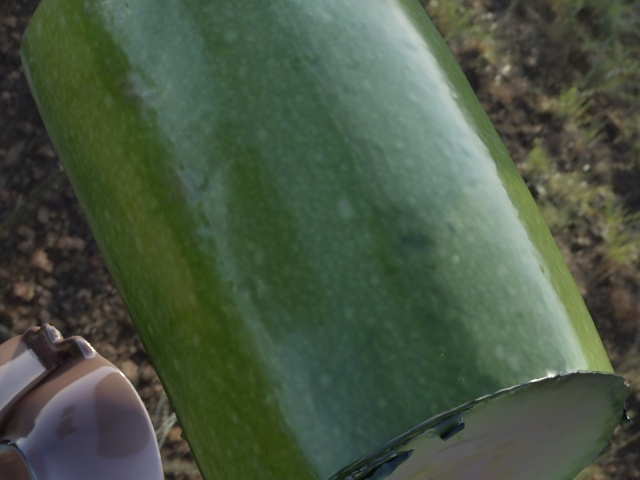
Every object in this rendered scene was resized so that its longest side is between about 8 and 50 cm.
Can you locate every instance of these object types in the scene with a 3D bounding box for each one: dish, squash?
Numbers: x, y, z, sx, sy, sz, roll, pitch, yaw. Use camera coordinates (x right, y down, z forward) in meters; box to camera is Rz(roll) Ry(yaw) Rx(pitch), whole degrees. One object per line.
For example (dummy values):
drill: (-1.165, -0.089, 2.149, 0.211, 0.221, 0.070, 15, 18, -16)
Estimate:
dish: (-0.216, 0.169, 1.060, 0.090, 0.213, 0.213, -23, 74, -40)
squash: (0.000, 0.000, 0.869, 0.263, 0.263, 0.384, -8, 60, -35)
